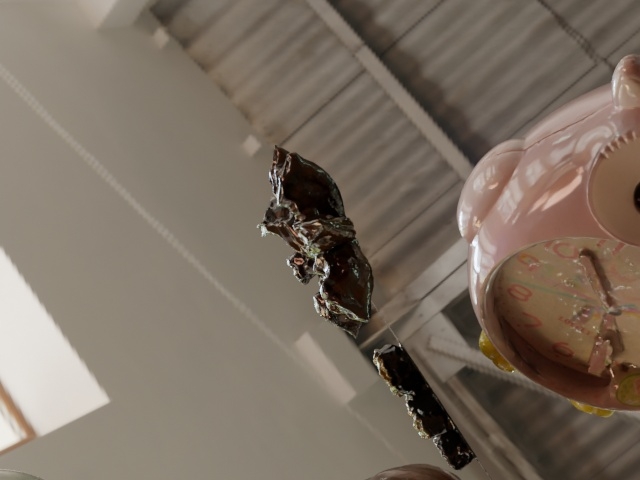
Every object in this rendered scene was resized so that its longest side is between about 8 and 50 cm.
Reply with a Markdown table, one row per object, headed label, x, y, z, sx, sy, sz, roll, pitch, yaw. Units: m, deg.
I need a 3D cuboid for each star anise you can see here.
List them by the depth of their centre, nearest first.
| label | x | y | z | sx | sy | sz | roll | pitch | yaw |
| --- | --- | --- | --- | --- | --- | --- | --- | --- | --- |
| star anise | 0.000 | 0.000 | 0.803 | 0.168 | 0.057 | 0.168 | 52 | -19 | 27 |

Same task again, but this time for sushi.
| label | x | y | z | sx | sy | sz | roll | pitch | yaw |
| --- | --- | --- | --- | --- | --- | --- | --- | --- | --- |
| sushi | 0.117 | 0.193 | 1.232 | 0.043 | 0.192 | 0.279 | -34 | -57 | 0 |

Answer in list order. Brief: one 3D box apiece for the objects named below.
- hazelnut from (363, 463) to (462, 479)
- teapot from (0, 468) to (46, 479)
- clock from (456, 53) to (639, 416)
| label | x | y | z | sx | sy | sz | roll | pitch | yaw |
| --- | --- | --- | --- | --- | --- | --- | --- | --- | --- |
| hazelnut | 0.148 | 0.440 | 1.591 | 0.210 | 0.210 | 0.186 | -32 | -111 | 33 |
| teapot | -0.326 | 0.285 | 0.974 | 0.139 | 0.204 | 0.298 | -115 | -159 | -48 |
| clock | 0.340 | -0.019 | 1.072 | 0.368 | 0.250 | 0.377 | 28 | -39 | 1 |
